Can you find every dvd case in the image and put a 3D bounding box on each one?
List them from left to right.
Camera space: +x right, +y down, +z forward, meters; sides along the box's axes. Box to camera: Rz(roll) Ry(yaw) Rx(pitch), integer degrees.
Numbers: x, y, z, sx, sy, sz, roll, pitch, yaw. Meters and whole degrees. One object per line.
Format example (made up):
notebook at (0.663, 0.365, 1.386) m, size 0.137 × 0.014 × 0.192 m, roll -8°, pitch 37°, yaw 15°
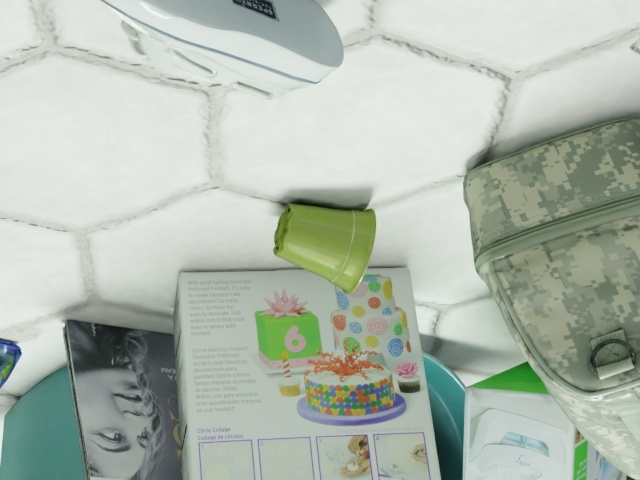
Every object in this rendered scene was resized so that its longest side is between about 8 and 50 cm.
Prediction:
dvd case at (-0.173, 0.179, 1.515) m, size 0.164 × 0.221 × 0.018 m, roll 11°, pitch 133°, yaw -29°

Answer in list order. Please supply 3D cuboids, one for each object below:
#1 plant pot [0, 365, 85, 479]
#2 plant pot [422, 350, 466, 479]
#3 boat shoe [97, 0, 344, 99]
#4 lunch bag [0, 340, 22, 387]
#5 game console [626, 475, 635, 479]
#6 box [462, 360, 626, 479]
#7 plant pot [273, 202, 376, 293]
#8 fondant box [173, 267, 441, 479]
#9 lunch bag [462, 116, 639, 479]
plant pot at (-0.248, 0.233, 1.675) m, size 0.234 × 0.166 × 0.165 m, roll -17°, pitch 151°, yaw 36°
plant pot at (0.016, 0.271, 1.708) m, size 0.271 × 0.272 × 0.255 m, roll 13°, pitch 161°, yaw -32°
boat shoe at (-0.096, -0.154, 1.036) m, size 0.084 × 0.095 × 0.258 m, roll -33°, pitch 142°, yaw 33°
lunch bag at (-0.404, 0.157, 1.562) m, size 0.129 × 0.096 × 0.151 m, roll -31°, pitch 173°, yaw 38°
game console at (0.253, 0.333, 1.880) m, size 0.293 × 0.173 × 0.250 m, roll -9°, pitch 150°, yaw 30°
box at (0.249, 0.261, 1.634) m, size 0.126 × 0.231 × 0.262 m, roll 2°, pitch -177°, yaw 24°
plant pot at (0.000, 0.000, 1.376) m, size 0.079 × 0.083 × 0.083 m, roll 16°, pitch 147°, yaw -14°
fondant box at (-0.015, 0.192, 1.451) m, size 0.238 × 0.330 × 0.096 m, roll -1°, pitch 152°, yaw -10°
lunch bag at (0.279, 0.071, 1.365) m, size 0.212 × 0.256 × 0.305 m, roll -15°, pitch 151°, yaw 17°
